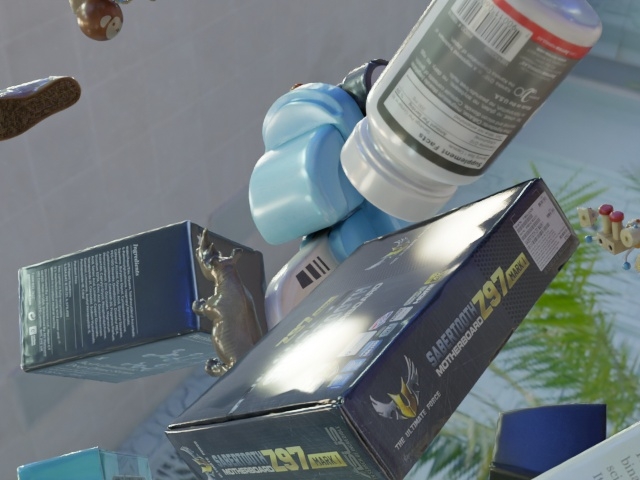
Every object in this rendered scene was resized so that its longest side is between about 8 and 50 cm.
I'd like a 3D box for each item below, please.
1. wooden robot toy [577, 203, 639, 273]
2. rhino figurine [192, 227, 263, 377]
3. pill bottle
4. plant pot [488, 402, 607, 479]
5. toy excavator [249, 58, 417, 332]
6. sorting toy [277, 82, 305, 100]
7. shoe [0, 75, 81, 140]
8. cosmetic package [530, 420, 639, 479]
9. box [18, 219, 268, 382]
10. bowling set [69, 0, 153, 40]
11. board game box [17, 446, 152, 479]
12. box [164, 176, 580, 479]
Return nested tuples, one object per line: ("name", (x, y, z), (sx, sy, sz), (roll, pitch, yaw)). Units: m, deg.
("wooden robot toy", (0.454, -0.015, 1.271), (0.079, 0.173, 0.076), (-16, -60, -14))
("rhino figurine", (-0.129, 0.099, 1.223), (0.073, 0.106, 0.243), (-16, -84, -31))
("pill bottle", (0.151, -0.164, 0.944), (0.283, 0.161, 0.161), (-53, -11, 34))
("plant pot", (0.353, 0.371, 1.375), (0.187, 0.167, 0.188), (-61, -26, -53))
("toy excavator", (0.000, 0.000, 1.303), (0.445, 0.222, 0.433), (-36, -78, -43))
("sorting toy", (-0.063, -0.289, 1.860), (0.042, 0.061, 0.102), (-11, -54, -55))
("shoe", (-0.521, -0.227, 1.505), (0.219, 0.058, 0.077), (-28, -62, -30))
("cosmetic package", (0.340, 0.433, 0.956), (0.393, 0.329, 0.327), (-33, -33, 14))
("box", (-0.337, 0.134, 1.707), (0.293, 0.395, 0.212), (28, -130, -62))
("bowling set", (-0.241, -0.342, 1.071), (0.154, 0.200, 0.287), (-17, -7, -12))
("board game box", (-0.197, 0.382, 0.851), (0.254, 0.079, 0.336), (93, 163, -74))
("box", (0.034, 0.060, 0.553), (0.232, 0.183, 0.059), (-41, -79, -38))
